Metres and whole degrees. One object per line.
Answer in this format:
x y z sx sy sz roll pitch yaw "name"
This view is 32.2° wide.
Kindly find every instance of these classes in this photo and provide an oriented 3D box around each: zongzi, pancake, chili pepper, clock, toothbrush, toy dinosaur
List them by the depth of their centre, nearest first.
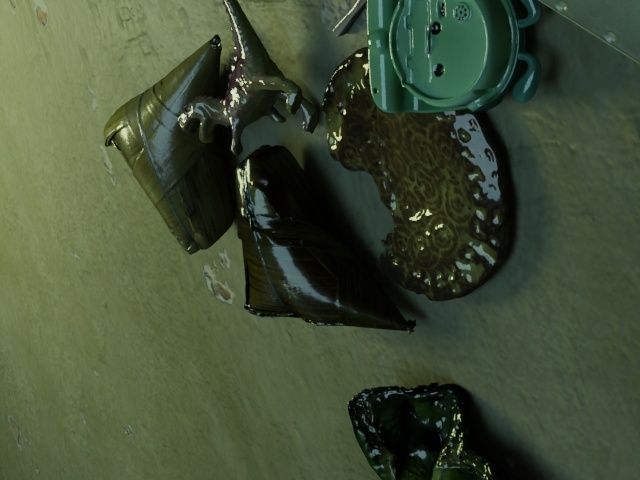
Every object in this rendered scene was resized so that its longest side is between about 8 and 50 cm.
0.130 -0.197 1.077 0.189 0.060 0.148 6 105 42 "clock"
0.064 -0.272 1.170 0.017 0.014 0.194 59 144 6 "toothbrush"
0.101 -0.071 1.237 0.288 0.033 0.286 41 140 29 "pancake"
-0.093 -0.209 1.318 0.200 0.072 0.251 28 135 23 "toy dinosaur"
0.150 0.269 1.332 0.264 0.116 0.148 39 149 31 "chili pepper"
0.000 0.000 1.345 0.242 0.112 0.221 9 118 40 "zongzi"
-0.151 -0.125 1.474 0.256 0.115 0.228 -31 95 38 "zongzi"

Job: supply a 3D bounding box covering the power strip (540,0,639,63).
0.235 -0.241 0.937 0.270 0.046 0.118 40 138 24 "power strip"
